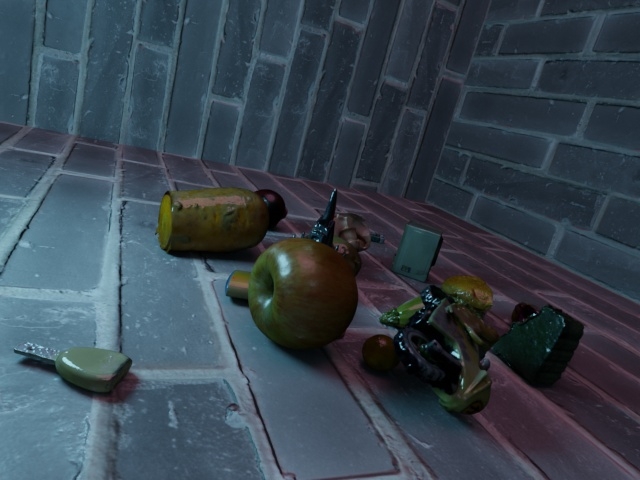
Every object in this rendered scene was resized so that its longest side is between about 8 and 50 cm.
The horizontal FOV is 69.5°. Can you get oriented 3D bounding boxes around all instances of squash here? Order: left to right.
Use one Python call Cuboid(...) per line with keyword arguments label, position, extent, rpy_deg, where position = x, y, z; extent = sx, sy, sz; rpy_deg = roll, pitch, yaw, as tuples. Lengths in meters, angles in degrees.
Cuboid(label="squash", position=(0.241, 0.220, 1.329), extent=(0.132, 0.105, 0.105), rpy_deg=(-6, 22, -19))

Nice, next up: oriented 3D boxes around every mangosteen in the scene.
Cuboid(label="mangosteen", position=(-0.231, -0.127, 1.971), extent=(0.200, 0.199, 0.200), rpy_deg=(14, 15, -4))

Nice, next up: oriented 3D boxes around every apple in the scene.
Cuboid(label="apple", position=(-0.032, 0.125, 1.083), extent=(0.265, 0.264, 0.264), rpy_deg=(14, 15, -4))
Cuboid(label="apple", position=(0.709, 0.265, 1.563), extent=(0.114, 0.099, 0.102), rpy_deg=(16, 13, 17))

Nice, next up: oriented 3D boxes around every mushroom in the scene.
Cuboid(label="mushroom", position=(0.064, 0.009, 1.766), extent=(0.254, 0.194, 0.189), rpy_deg=(-2, -11, -46))

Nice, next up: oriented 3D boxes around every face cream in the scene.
Cuboid(label="face cream", position=(-0.123, 0.139, 1.287), extent=(0.286, 0.067, 0.139), rpy_deg=(11, 14, -14))

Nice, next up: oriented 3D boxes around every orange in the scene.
Cuboid(label="orange", position=(0.145, 0.262, 1.077), extent=(0.095, 0.085, 0.085), rpy_deg=(15, 15, -16))

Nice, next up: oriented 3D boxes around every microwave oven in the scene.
Cuboid(label="microwave oven", position=(0.391, 0.041, 1.852), extent=(0.163, 0.204, 0.129), rpy_deg=(20, 17, 14))

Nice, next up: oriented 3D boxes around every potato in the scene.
Cuboid(label="potato", position=(0.036, 0.059, 1.536), extent=(0.252, 0.158, 0.175), rpy_deg=(13, 11, 43))

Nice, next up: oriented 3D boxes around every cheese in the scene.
Cuboid(label="cheese", position=(-0.435, 0.209, 0.803), extent=(0.192, 0.037, 0.097), rpy_deg=(16, 14, 1))

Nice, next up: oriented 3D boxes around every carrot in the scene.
Cuboid(label="carrot", position=(-0.348, -0.069, 1.521), extent=(0.341, 0.224, 0.224), rpy_deg=(1, 20, -31))

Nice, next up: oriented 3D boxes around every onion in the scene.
Cuboid(label="onion", position=(0.673, 0.271, 1.435), extent=(0.196, 0.139, 0.218), rpy_deg=(12, 15, -25))

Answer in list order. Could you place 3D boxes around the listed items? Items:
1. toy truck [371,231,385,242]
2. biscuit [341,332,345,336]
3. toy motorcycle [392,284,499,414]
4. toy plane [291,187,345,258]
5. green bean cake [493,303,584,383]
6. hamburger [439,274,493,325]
Cuboid(label="toy truck", position=(0.273, -0.011, 2.240), extent=(0.084, 0.039, 0.044), rpy_deg=(11, 32, -8))
Cuboid(label="biscuit", position=(0.010, 0.224, 1.207), extent=(0.120, 0.015, 0.120), rpy_deg=(13, 15, -4))
Cuboid(label="toy motorcycle", position=(0.293, 0.240, 1.059), extent=(0.237, 0.169, 0.410), rpy_deg=(50, 26, 4))
Cuboid(label="toy plane", position=(-0.004, 0.001, 1.391), extent=(0.223, 0.325, 0.104), rpy_deg=(22, 20, 24))
Cuboid(label="green bean cake", position=(0.592, 0.264, 1.260), extent=(0.107, 0.208, 0.193), rpy_deg=(13, 17, -19))
Cuboid(label="hamburger", position=(0.458, 0.193, 1.508), extent=(0.157, 0.143, 0.283), rpy_deg=(10, 10, 7))
